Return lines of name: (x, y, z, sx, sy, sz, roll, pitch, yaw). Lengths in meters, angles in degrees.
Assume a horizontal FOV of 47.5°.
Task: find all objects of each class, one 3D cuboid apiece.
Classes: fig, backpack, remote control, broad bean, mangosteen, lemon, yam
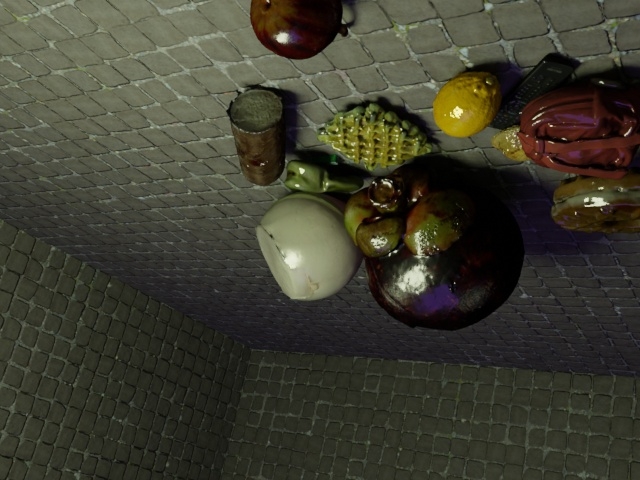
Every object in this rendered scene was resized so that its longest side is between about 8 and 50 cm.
fig: (-0.026, -0.360, 1.182, 0.202, 0.149, 0.148, 36, 169, -29)
backpack: (0.467, -0.199, 1.319, 0.229, 0.139, 0.229, 6, 160, 2)
remote control: (0.382, -0.269, 1.357, 0.063, 0.025, 0.245, 16, 158, -10)
broad bean: (0.003, -0.144, 1.782, 0.207, 0.072, 0.153, 11, -179, -37)
mangosteen: (0.251, 0.024, 1.699, 0.421, 0.381, 0.381, 19, 158, -17)
lemon: (0.272, -0.253, 1.341, 0.114, 0.114, 0.155, 21, 150, -20)
yam: (-0.134, -0.229, 1.625, 0.131, 0.131, 0.279, 12, 161, 3)

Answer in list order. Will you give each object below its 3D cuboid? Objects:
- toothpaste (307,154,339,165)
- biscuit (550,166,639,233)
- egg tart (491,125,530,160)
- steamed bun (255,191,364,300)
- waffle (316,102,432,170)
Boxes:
toothpaste: (0.006, -0.194, 1.772, 0.083, 0.020, 0.017, -1, 157, 32)
biscuit: (0.641, -0.078, 1.494, 0.332, 0.103, 0.332, 1, 173, 0)
egg tart: (0.406, -0.193, 1.468, 0.129, 0.049, 0.129, 1, 167, 0)
steamed bun: (0.000, 0.000, 1.960, 0.309, 0.309, 0.309, 11, 159, 4)
waffle: (0.119, -0.227, 1.577, 0.223, 0.054, 0.204, 26, 155, -36)
